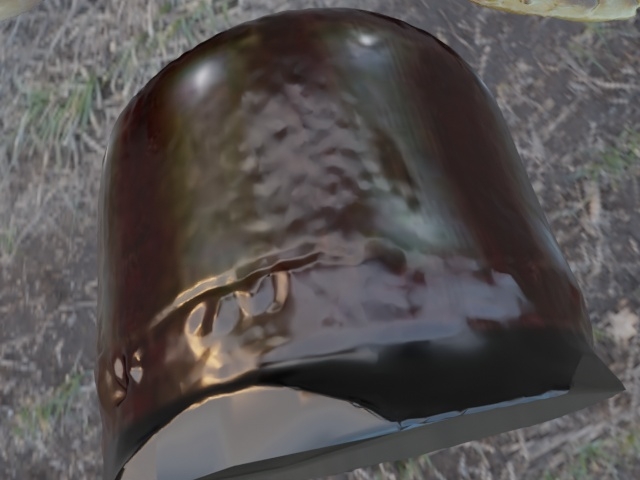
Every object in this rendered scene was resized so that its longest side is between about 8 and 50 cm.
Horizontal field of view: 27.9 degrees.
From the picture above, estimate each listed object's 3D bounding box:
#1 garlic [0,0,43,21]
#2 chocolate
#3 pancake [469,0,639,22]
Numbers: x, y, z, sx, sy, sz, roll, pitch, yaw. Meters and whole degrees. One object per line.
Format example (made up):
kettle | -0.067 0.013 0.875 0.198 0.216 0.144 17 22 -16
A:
garlic | -0.315 -0.250 0.906 0.228 0.110 0.217 -7 83 -25
chocolate | 0.000 0.000 0.925 0.384 0.383 0.331 -11 79 -6
pancake | 0.172 -0.318 1.209 0.266 0.244 0.057 6 156 -17
